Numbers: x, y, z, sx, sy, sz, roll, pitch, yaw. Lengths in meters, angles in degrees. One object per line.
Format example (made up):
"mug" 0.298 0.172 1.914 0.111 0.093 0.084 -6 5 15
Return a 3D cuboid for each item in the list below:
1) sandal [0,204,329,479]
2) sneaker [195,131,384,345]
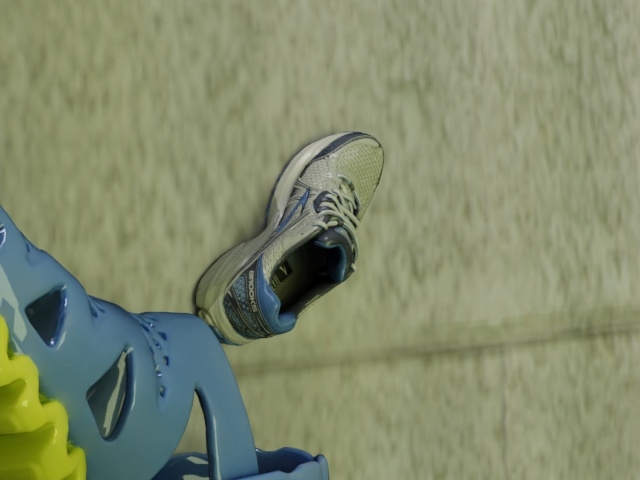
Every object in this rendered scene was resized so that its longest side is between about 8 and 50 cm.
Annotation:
"sandal" -0.093 0.079 0.822 0.138 0.126 0.317 -55 131 -31
"sneaker" 0.000 0.000 0.934 0.052 0.058 0.135 51 59 -29
